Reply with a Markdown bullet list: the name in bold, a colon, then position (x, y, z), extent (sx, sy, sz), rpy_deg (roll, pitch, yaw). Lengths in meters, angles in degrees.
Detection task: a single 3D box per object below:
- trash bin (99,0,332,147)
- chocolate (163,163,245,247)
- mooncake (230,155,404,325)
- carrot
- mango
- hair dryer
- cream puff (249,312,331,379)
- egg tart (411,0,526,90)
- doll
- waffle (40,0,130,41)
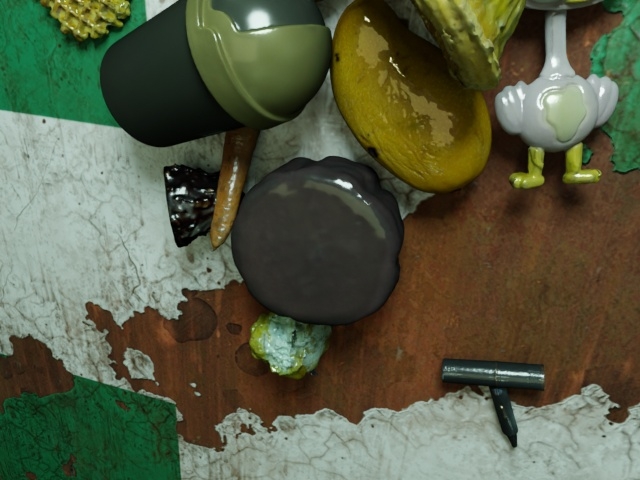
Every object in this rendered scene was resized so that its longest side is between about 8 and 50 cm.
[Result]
- **trash bin**: position (-0.138, -0.253, 0.708), extent (0.334, 0.214, 0.214), rpy_deg (-5, 112, 36)
- **chocolate**: position (-0.199, -0.066, 0.891), extent (0.133, 0.156, 0.156), rpy_deg (-7, 114, -9)
- **mooncake**: position (0.000, 0.000, 0.829), extent (0.283, 0.141, 0.283), rpy_deg (5, 110, 14)
- **carrot**: position (-0.146, -0.090, 0.826), extent (0.057, 0.057, 0.224), rpy_deg (10, 85, 14)
- **mango**: position (0.123, -0.197, 0.716), extent (0.177, 0.120, 0.295), rpy_deg (-36, 93, 32)
- **hair dryer**: position (0.314, 0.302, 0.922), extent (0.173, 0.050, 0.195), rpy_deg (1, 117, 21)
- **cream puff**: position (-0.058, 0.174, 0.941), extent (0.156, 0.121, 0.156), rpy_deg (0, 90, 14)
- **egg tart**: position (0.133, -0.299, 0.536), extent (0.115, 0.290, 0.290), rpy_deg (-32, 100, 22)
- **doll**: position (0.306, -0.249, 0.641), extent (0.160, 0.094, 0.365), rpy_deg (-3, 116, 5)
- **waffle**: position (-0.391, -0.426, 0.826), extent (0.191, 0.038, 0.191), rpy_deg (7, 115, 16)
